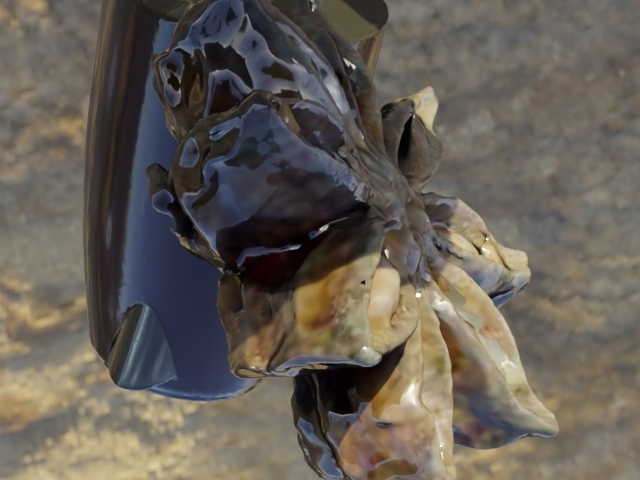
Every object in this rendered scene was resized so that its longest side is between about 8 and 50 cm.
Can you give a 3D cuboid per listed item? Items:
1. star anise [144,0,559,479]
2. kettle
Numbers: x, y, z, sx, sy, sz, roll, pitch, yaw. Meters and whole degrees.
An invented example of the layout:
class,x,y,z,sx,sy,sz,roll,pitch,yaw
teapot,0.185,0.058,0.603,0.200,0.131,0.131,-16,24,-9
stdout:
class,x,y,z,sx,sy,sz,roll,pitch,yaw
star anise,0.000,0.001,0.761,0.109,0.236,0.223,-26,128,18
kettle,-0.054,-0.039,0.971,0.144,0.202,0.232,19,119,9
